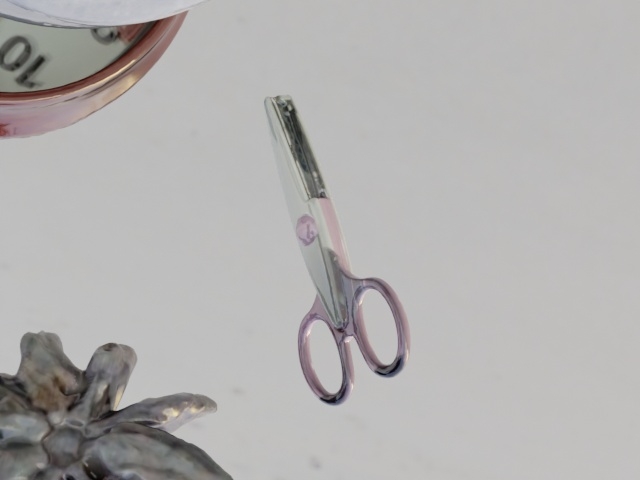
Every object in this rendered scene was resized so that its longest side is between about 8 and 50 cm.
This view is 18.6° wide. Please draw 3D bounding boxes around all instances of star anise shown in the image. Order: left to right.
[{"bbox_3d":[-0.141,0.125,1.080,0.204,0.180,0.061,39,160,18],"label":"star anise"}]

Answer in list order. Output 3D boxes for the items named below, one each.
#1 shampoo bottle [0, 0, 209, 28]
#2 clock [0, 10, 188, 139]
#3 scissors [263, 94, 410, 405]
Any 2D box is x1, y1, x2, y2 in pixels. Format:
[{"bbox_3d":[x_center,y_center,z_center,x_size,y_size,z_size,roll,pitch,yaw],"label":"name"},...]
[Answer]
[{"bbox_3d":[-0.130,-0.258,0.965,0.273,0.273,0.266,21,-156,-42],"label":"shampoo bottle"},{"bbox_3d":[-0.210,-0.213,1.145,0.318,0.318,0.080,18,162,-28],"label":"clock"},{"bbox_3d":[0.000,0.000,1.075,0.022,0.176,0.085,-2,158,-42],"label":"scissors"}]
